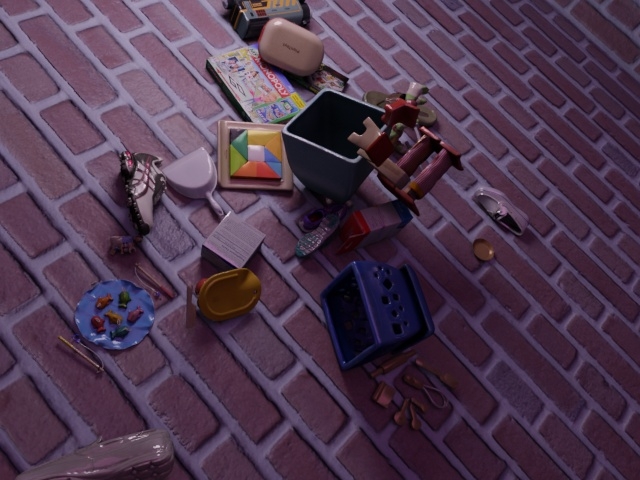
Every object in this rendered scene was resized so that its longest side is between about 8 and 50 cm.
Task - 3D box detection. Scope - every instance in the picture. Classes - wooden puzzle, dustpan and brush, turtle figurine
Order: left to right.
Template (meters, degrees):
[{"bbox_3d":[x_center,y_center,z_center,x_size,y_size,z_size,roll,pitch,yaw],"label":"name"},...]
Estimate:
[{"bbox_3d":[-0.346,-0.157,1.496,0.147,0.060,0.211,-34,68,-15],"label":"dustpan and brush"},{"bbox_3d":[-0.198,-0.265,1.582,0.239,0.044,0.220,2,76,-20],"label":"wooden puzzle"},{"bbox_3d":[0.314,-0.375,1.738,0.198,0.275,0.266,33,80,-48],"label":"turtle figurine"}]

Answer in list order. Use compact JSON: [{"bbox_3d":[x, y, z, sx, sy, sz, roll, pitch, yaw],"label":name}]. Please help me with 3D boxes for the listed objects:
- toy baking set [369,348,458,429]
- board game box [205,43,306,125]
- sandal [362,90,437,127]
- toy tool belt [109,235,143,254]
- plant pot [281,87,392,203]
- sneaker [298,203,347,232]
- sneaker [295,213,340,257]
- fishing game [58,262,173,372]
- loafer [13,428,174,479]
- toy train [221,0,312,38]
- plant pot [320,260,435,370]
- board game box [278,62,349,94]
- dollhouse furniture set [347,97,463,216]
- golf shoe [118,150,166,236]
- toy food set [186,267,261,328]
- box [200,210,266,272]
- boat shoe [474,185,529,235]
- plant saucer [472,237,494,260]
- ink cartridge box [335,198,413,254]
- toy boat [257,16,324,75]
[{"bbox_3d":[0.257,0.407,1.430,0.256,0.030,0.196,-26,77,-28],"label":"toy baking set"},{"bbox_3d":[-0.212,-0.513,1.731,0.213,0.046,0.317,-29,76,-28],"label":"board game box"},{"bbox_3d":[0.295,-0.496,1.872,0.303,0.086,0.120,7,62,-16],"label":"sandal"},{"bbox_3d":[-0.513,0.014,1.358,0.083,0.052,0.051,0,94,-16],"label":"toy tool belt"},{"bbox_3d":[0.053,-0.260,1.555,0.247,0.252,0.248,26,57,18],"label":"plant pot"},{"bbox_3d":[0.016,-0.074,1.567,0.170,0.071,0.068,-25,74,-29],"label":"sneaker"},{"bbox_3d":[0.000,0.000,1.529,0.166,0.076,0.065,-40,56,-8],"label":"sneaker"},{"bbox_3d":[-0.508,0.177,1.275,0.189,0.041,0.264,42,58,2],"label":"fishing game"},{"bbox_3d":[-0.479,0.483,1.100,0.320,0.112,0.111,-5,30,-20],"label":"loafer"},{"bbox_3d":[-0.188,-0.848,1.868,0.334,0.142,0.190,-21,84,-29],"label":"toy train"},{"bbox_3d":[0.158,0.197,1.388,0.212,0.236,0.236,-4,64,-27],"label":"plant pot"},{"bbox_3d":[-0.035,-0.602,1.848,0.260,0.030,0.136,30,60,-3],"label":"board game box"},{"bbox_3d":[0.245,-0.230,1.380,0.201,0.374,0.152,-47,65,4],"label":"dollhouse furniture set"},{"bbox_3d":[-0.473,-0.137,1.398,0.120,0.105,0.272,-6,60,-24],"label":"golf shoe"},{"bbox_3d":[-0.266,0.140,1.350,0.218,0.071,0.128,-12,105,-34],"label":"toy food set"},{"bbox_3d":[-0.243,0.013,1.431,0.126,0.072,0.137,34,57,0],"label":"box"},{"bbox_3d":[0.632,-0.104,1.788,0.226,0.083,0.075,32,57,-2],"label":"boat shoe"},{"bbox_3d":[0.544,0.032,1.728,0.083,0.015,0.083,8,62,-15],"label":"plant saucer"},{"bbox_3d":[0.147,-0.042,1.558,0.231,0.134,0.078,-17,71,-26],"label":"ink cartridge box"},{"bbox_3d":[-0.103,-0.667,1.774,0.231,0.151,0.151,19,22,-20],"label":"toy boat"}]
